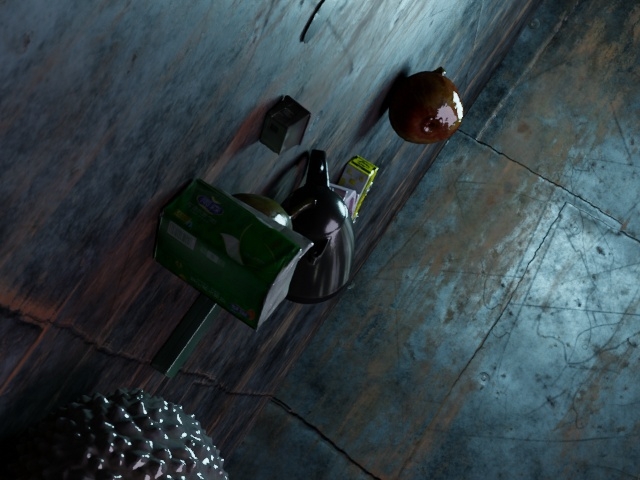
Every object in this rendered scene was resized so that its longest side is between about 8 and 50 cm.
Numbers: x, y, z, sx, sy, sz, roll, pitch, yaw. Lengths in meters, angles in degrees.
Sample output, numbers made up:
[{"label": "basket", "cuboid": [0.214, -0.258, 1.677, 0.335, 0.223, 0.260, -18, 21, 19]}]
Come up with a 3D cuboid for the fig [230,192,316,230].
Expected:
[{"label": "fig", "cuboid": [-0.105, -0.023, 1.771, 0.274, 0.145, 0.170, -32, 160, -45]}]

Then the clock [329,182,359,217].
[{"label": "clock", "cuboid": [0.000, 0.000, 2.398, 0.275, 0.080, 0.290, 27, 82, -81]}]

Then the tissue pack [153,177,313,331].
[{"label": "tissue pack", "cuboid": [-0.134, 0.007, 1.575, 0.156, 0.209, 0.148, -49, 168, -39]}]

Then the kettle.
[{"label": "kettle", "cuboid": [-0.006, -0.028, 2.092, 0.251, 0.207, 0.271, -50, 167, -27]}]

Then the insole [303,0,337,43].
[{"label": "insole", "cuboid": [0.024, -0.402, 1.626, 0.188, 0.004, 0.064, -56, 171, -4]}]

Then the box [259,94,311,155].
[{"label": "box", "cuboid": [-0.063, -0.195, 1.718, 0.063, 0.060, 0.084, -43, 165, -37]}]

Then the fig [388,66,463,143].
[{"label": "fig", "cuboid": [0.266, -0.345, 2.512, 0.205, 0.205, 0.205, -54, 170, -14]}]

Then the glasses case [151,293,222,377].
[{"label": "glasses case", "cuboid": [-0.268, 0.191, 2.006, 0.184, 0.039, 0.078, -55, 170, -9]}]

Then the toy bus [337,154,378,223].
[{"label": "toy bus", "cuboid": [0.074, -0.109, 2.579, 0.074, 0.081, 0.226, -45, 165, -54]}]

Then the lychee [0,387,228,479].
[{"label": "lychee", "cuboid": [-0.330, 0.421, 1.560, 0.380, 0.380, 0.432, -55, 151, -10]}]
